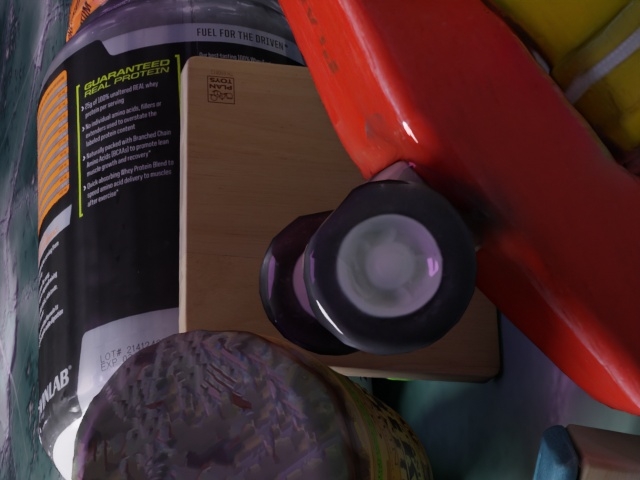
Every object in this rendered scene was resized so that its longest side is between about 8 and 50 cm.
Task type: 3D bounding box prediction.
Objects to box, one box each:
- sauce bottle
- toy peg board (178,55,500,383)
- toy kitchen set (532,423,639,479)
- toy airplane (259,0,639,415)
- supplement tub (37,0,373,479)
[{"bbox_3d":[-0.009,0.112,0.788,0.344,0.111,0.111,43,-131,-76],"label":"sauce bottle"},{"bbox_3d":[0.000,0.000,0.921,0.079,0.161,0.160,130,142,-63],"label":"toy peg board"},{"bbox_3d":[0.047,0.144,0.659,0.207,0.166,0.122,-92,13,-80],"label":"toy kitchen set"},{"bbox_3d":[0.051,-0.168,0.674,0.386,0.272,0.384,-122,13,-45],"label":"toy airplane"},{"bbox_3d":[-0.075,-0.011,1.077,0.193,0.194,0.316,126,145,-53],"label":"supplement tub"}]
